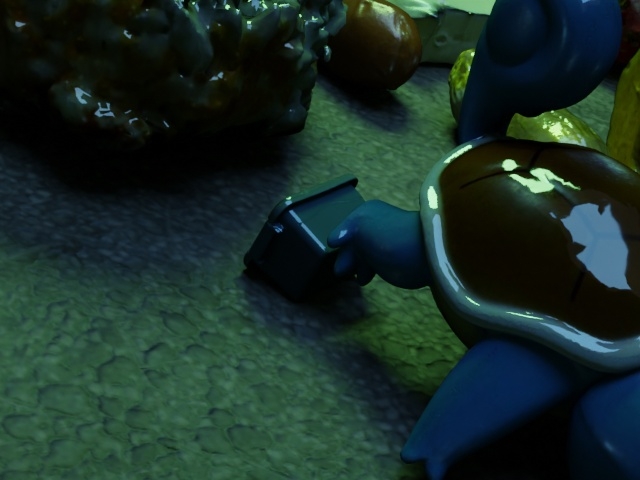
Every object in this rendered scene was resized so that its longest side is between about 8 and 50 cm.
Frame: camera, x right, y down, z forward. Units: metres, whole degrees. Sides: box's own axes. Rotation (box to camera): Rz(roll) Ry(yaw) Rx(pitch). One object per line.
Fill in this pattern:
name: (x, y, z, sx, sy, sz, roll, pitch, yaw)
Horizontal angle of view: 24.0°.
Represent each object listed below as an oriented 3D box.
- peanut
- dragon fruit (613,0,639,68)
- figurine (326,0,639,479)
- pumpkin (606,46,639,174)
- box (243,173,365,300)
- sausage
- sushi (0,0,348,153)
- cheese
peanut: (0.186, -0.101, 1.363, 0.087, 0.087, 0.207, -5, 42, -34)
dragon fruit: (0.347, -0.220, 1.627, 0.153, 0.153, 0.111, -17, 80, -44)
figurine: (0.175, 0.027, 1.052, 0.298, 0.243, 0.416, 1, 65, -43)
pumpkin: (0.400, -0.063, 1.273, 0.232, 0.242, 0.325, -1, 40, -15)
box: (0.000, 0.000, 1.123, 0.054, 0.074, 0.099, 45, 39, 19)
sausage: (0.030, -0.201, 1.434, 0.089, 0.089, 0.179, -11, 33, -40)
sushi: (-0.169, -0.223, 1.271, 0.417, 0.176, 0.417, 14, 32, -9)
cheese: (0.132, -0.252, 1.576, 0.163, 0.071, 0.249, 15, 32, -9)
